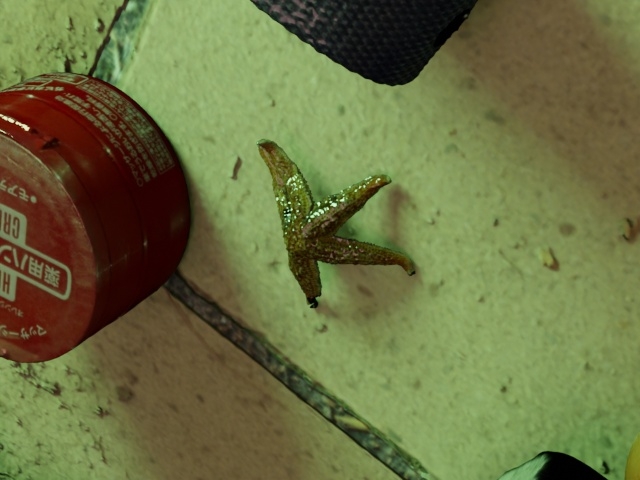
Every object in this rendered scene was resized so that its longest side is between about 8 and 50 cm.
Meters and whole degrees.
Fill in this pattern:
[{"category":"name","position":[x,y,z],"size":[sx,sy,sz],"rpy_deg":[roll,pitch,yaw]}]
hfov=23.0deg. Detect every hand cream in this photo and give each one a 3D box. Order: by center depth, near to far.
[{"category":"hand cream","position":[-0.200,-0.019,1.139],"size":[0.193,0.125,0.193],"rpy_deg":[15,121,28]}]

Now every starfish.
[{"category":"starfish","position":[-0.001,0.003,1.073],"size":[0.133,0.041,0.130],"rpy_deg":[26,126,21]}]

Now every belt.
[{"category":"belt","position":[0.002,-0.207,0.911],"size":[0.230,0.140,0.126],"rpy_deg":[44,124,9]}]

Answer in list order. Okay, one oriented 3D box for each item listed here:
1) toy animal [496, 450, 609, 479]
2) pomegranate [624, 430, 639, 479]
[{"category":"toy animal","position":[0.161,0.313,0.986],"size":[0.310,0.251,0.251],"rpy_deg":[53,130,4]},{"category":"pomegranate","position":[0.272,0.154,0.862],"size":[0.209,0.209,0.209],"rpy_deg":[15,120,27]}]
